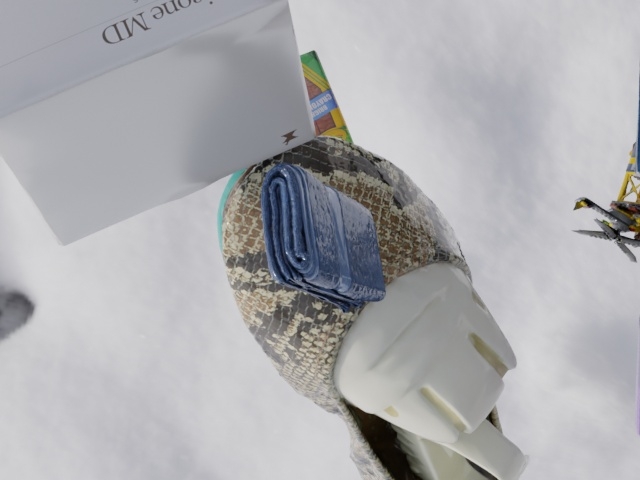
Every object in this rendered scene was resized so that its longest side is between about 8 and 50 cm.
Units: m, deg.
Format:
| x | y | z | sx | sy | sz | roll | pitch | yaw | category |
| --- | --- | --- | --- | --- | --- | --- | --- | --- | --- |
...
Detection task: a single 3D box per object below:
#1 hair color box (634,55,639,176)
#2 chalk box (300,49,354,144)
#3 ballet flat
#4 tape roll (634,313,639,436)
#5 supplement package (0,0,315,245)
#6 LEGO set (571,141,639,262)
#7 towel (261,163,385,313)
| x | y | z | sx | sy | sz | roll | pitch | yaw | category |
| --- | --- | --- | --- | --- | --- | --- | --- | --- | --- |
| 0.346 | -0.060 | 0.923 | 0.174 | 0.347 | 0.105 | -1 | 79 | 30 | hair color box |
| -0.026 | -0.112 | 1.791 | 0.132 | 0.132 | 0.213 | -21 | 65 | -3 | chalk box |
| 0.077 | 0.105 | 1.013 | 0.164 | 0.483 | 0.182 | -41 | 56 | -10 | ballet flat |
| 0.310 | 0.094 | 0.929 | 0.189 | 0.189 | 0.080 | 5 | 106 | 19 | tape roll |
| -0.143 | -0.180 | 0.818 | 0.177 | 0.175 | 0.293 | -24 | 69 | -5 | supplement package |
| 0.449 | 0.007 | 1.443 | 0.331 | 0.255 | 0.192 | 14 | 80 | 45 | LEGO set |
| 0.000 | 0.000 | 0.758 | 0.029 | 0.119 | 0.067 | -13 | 75 | 21 | towel |
